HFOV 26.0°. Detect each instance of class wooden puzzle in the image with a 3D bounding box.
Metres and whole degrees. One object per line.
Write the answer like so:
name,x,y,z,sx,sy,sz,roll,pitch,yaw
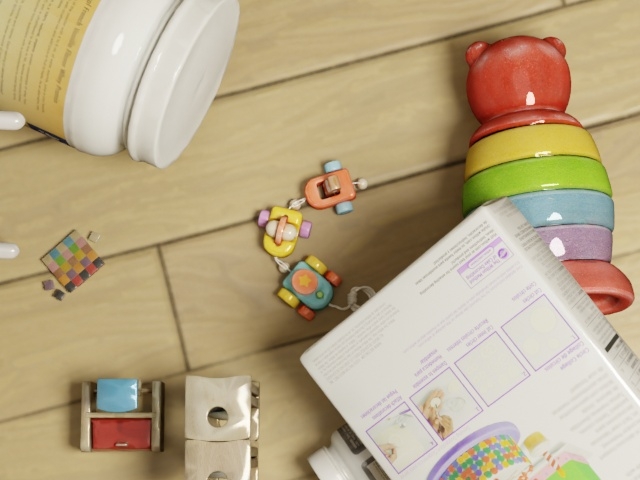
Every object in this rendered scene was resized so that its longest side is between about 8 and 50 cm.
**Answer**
wooden puzzle,-0.268,0.023,1.497,0.083,0.006,0.049,-41,81,-4

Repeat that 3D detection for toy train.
toy train,0.000,0.000,1.469,0.125,0.046,0.166,-12,80,1

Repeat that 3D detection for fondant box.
fondant box,0.176,0.161,1.292,0.238,0.096,0.330,-40,82,21

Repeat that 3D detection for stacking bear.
stacking bear,0.217,-0.070,1.422,0.175,0.164,0.289,-7,76,1

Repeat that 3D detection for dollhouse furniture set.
dollhouse furniture set,-0.157,0.205,1.401,0.183,0.129,0.129,0,81,1

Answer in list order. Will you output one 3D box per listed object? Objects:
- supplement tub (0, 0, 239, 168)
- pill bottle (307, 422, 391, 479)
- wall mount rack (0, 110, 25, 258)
supplement tub,-0.265,-0.224,1.424,0.316,0.228,0.228,25,83,6
pill bottle,0.060,0.211,1.417,0.137,0.078,0.078,-34,81,-3
wall mount rack,-0.455,-0.100,1.398,0.304,0.350,0.130,35,53,15
